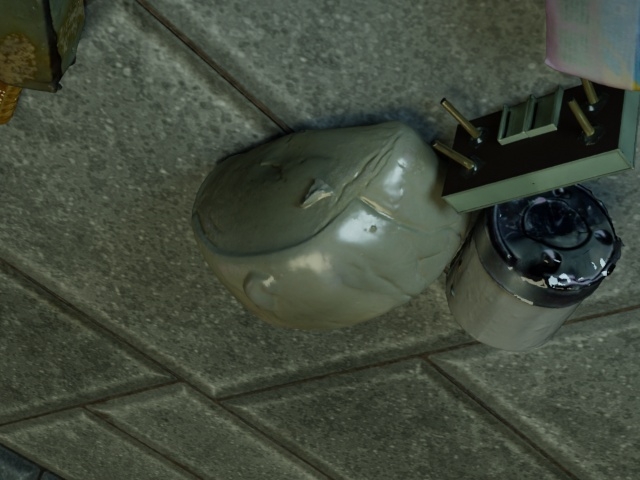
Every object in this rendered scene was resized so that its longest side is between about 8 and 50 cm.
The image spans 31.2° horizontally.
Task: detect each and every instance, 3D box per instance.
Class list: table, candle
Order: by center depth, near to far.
[{"bbox_3d":[0.245,-0.133,1.369,0.240,0.121,0.111,-16,136,38],"label":"table"},{"bbox_3d":[0.272,0.054,1.584,0.187,0.187,0.330,17,148,-2],"label":"candle"}]

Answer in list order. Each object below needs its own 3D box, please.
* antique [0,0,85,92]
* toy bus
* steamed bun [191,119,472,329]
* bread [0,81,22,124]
[{"bbox_3d":[-0.355,-0.300,1.371,0.150,0.125,0.284,11,146,10],"label":"antique"},{"bbox_3d":[0.286,-0.308,1.052,0.162,0.171,0.386,8,146,19],"label":"toy bus"},{"bbox_3d":[0.002,0.003,1.567,0.383,0.236,0.247,-10,141,34],"label":"steamed bun"},{"bbox_3d":[-0.447,-0.212,1.614,0.052,0.044,0.157,20,148,-17],"label":"bread"}]
